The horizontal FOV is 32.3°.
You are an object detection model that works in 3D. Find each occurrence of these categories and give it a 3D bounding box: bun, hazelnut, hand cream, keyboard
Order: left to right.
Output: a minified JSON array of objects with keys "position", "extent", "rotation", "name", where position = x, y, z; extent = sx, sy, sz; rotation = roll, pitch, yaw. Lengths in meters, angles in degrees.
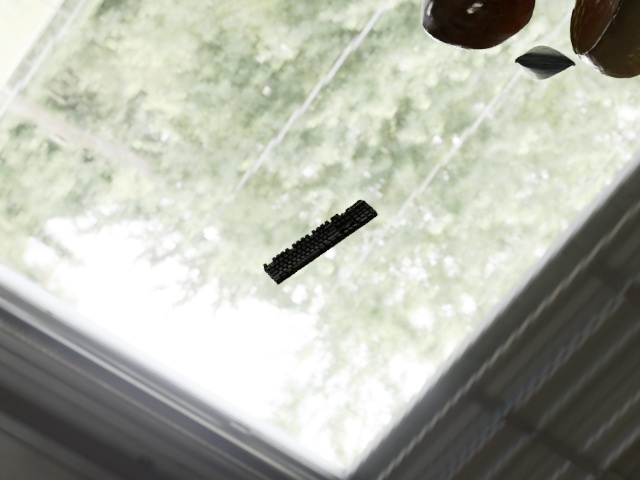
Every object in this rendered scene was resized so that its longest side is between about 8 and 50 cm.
[{"position":[0.000,0.000,1.710],"extent":[0.195,0.018,0.060],"rotation":[-35,-146,-9],"name":"keyboard"},{"position":[0.263,-0.407,1.841],"extent":[0.214,0.176,0.214],"rotation":[-35,159,-16],"name":"hazelnut"},{"position":[0.358,-0.285,1.770],"extent":[0.271,0.091,0.058],"rotation":[-41,138,-76],"name":"hand cream"},{"position":[0.475,-0.367,1.561],"extent":[0.299,0.164,0.299],"rotation":[-164,-90,-84],"name":"bun"}]
